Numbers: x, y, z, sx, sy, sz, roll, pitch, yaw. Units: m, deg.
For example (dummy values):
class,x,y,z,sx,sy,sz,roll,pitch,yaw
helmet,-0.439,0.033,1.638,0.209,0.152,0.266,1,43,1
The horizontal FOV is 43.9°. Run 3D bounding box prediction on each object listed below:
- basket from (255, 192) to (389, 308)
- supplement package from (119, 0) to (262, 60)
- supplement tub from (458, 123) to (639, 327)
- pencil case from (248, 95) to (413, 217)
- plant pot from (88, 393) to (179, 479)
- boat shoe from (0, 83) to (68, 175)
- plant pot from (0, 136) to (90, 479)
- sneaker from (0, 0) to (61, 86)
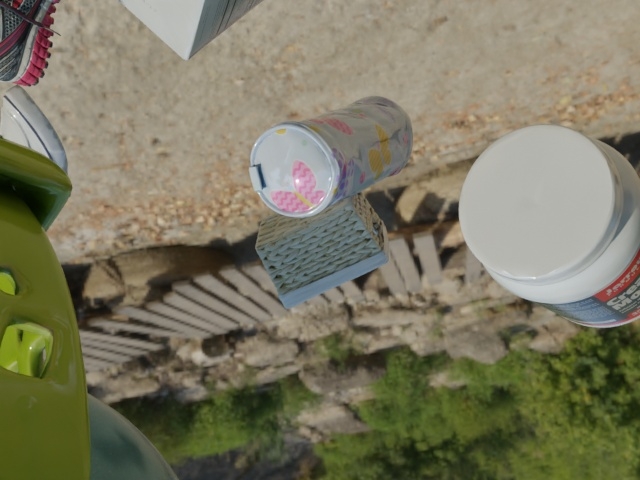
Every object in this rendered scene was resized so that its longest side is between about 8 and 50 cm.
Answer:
class,x,y,z,sx,sy,sz,roll,pitch,yaw
basket,0.000,0.000,1.114,0.167,0.103,0.113,-26,-157,14
supplement package,-0.122,-0.393,0.911,0.263,0.199,0.198,-47,178,-29
supplement tub,0.294,-0.010,0.923,0.191,0.191,0.272,-20,156,30
pencil case,0.021,-0.112,1.003,0.124,0.114,0.273,7,-161,24
plant pot,-0.304,0.267,0.846,0.290,0.196,0.290,-25,169,-5
boat shoe,-0.421,-0.115,1.126,0.088,0.096,0.267,-38,171,-23
plant pot,-0.255,0.049,0.396,0.227,0.207,0.228,18,140,-34
sneaker,-0.422,-0.363,1.109,0.112,0.299,0.121,3,-157,-42
